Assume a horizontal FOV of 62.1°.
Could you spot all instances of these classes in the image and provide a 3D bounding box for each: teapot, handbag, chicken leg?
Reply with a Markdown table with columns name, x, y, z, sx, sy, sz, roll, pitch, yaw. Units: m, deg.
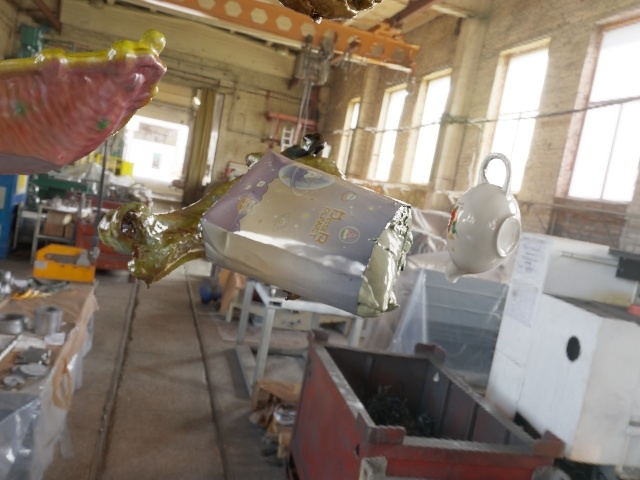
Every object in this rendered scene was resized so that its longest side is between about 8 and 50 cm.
| name | x | y | z | sx | sy | sz | roll | pitch | yaw |
| --- | --- | --- | --- | --- | --- | --- | --- | --- | --- |
| teapot | 0.267 | -0.028 | 0.851 | 0.145 | 0.226 | 0.092 | 5 | 12 | -43 |
| handbag | 0.000 | 0.000 | 0.445 | 0.173 | 0.095 | 0.117 | 21 | 50 | 20 |
| chicken leg | -0.091 | -0.006 | 0.724 | 0.361 | 0.211 | 0.140 | -32 | -3 | -38 |

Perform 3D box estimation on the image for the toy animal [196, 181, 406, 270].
| name | x | y | z | sx | sy | sz | roll | pitch | yaw |
| --- | --- | --- | --- | --- | --- | --- | --- | --- | --- |
| toy animal | -0.006 | -0.007 | 0.574 | 0.176 | 0.073 | 0.217 | 11 | 1 | 24 |

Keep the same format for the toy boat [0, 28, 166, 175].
| name | x | y | z | sx | sy | sz | roll | pitch | yaw |
| --- | --- | --- | --- | --- | --- | --- | --- | --- | --- |
| toy boat | -0.270 | -0.103 | 0.406 | 0.318 | 0.099 | 0.141 | 1 | -12 | 11 |

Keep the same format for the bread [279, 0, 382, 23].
| name | x | y | z | sx | sy | sz | roll | pitch | yaw |
| --- | --- | --- | --- | --- | --- | --- | --- | --- | --- |
| bread | -0.033 | -0.370 | 0.589 | 0.147 | 0.260 | 0.160 | -25 | 36 | 11 |
